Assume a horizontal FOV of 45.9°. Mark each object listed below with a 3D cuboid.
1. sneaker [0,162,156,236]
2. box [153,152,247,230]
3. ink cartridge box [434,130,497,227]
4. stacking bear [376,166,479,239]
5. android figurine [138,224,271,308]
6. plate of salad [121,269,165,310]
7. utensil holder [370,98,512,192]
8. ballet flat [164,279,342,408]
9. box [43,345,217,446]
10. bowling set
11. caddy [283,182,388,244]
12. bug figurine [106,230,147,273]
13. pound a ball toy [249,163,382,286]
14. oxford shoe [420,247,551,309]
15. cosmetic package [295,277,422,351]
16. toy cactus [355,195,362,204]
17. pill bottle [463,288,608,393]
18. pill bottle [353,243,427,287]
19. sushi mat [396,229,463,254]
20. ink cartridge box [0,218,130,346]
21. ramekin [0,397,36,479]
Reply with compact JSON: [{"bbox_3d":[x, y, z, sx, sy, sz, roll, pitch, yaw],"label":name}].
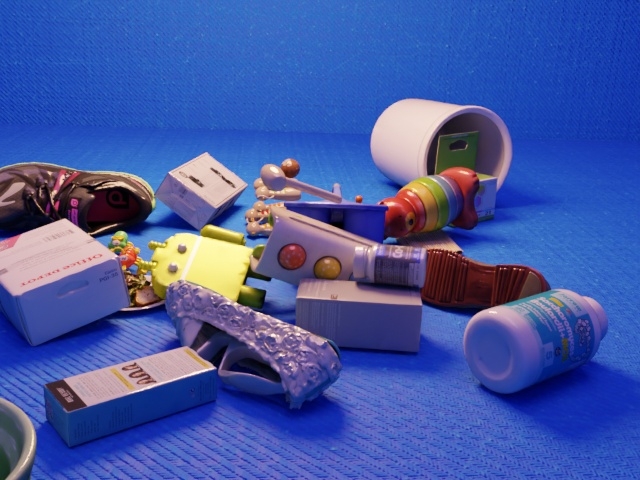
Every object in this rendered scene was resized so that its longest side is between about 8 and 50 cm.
[{"bbox_3d":[-0.670,-0.105,1.975,0.483,0.185,0.202,-5,16,-20],"label":"sneaker"},{"bbox_3d":[-0.337,-0.146,2.181,0.169,0.087,0.290,37,22,-2],"label":"box"},{"bbox_3d":[0.431,-0.184,2.240,0.189,0.255,0.097,-12,23,-37],"label":"ink cartridge box"},{"bbox_3d":[0.269,-0.087,2.041,0.289,0.175,0.164,-20,29,-32],"label":"stacking bear"},{"bbox_3d":[-0.240,0.063,1.587,0.273,0.056,0.248,15,42,1],"label":"android figurine"},{"bbox_3d":[-0.403,0.100,1.596,0.200,0.048,0.200,2,19,-1],"label":"plate of salad"},{"bbox_3d":[0.384,-0.296,2.490,0.328,0.327,0.385,-5,17,-21],"label":"utensil holder"},{"bbox_3d":[-0.152,0.173,1.292,0.409,0.146,0.147,15,22,37],"label":"ballet flat"},{"bbox_3d":[-0.289,0.236,1.172,0.244,0.060,0.100,-11,22,-36],"label":"box"},{"bbox_3d":[-0.137,-0.133,2.124,0.154,0.199,0.287,-1,14,-8],"label":"bowling set"},{"bbox_3d":[0.033,-0.045,1.783,0.241,0.179,0.341,3,1,-1],"label":"caddy"},{"bbox_3d":[-0.541,0.024,1.771,0.279,0.072,0.216,0,18,-7],"label":"bug figurine"},{"bbox_3d":[0.000,0.000,1.539,0.319,0.208,0.135,20,16,-19],"label":"pound a ball toy"},{"bbox_3d":[0.328,0.099,1.648,0.348,0.123,0.130,13,-6,32],"label":"oxford shoe"},{"bbox_3d":[0.074,0.141,1.448,0.238,0.107,0.127,0,14,2],"label":"cosmetic package"},{"bbox_3d":[0.036,-0.060,2.088,0.219,0.112,0.181,-22,19,-35],"label":"toy cactus"},{"bbox_3d":[0.390,0.168,1.333,0.264,0.146,0.146,-11,23,-35],"label":"pill bottle"},{"bbox_3d":[0.136,0.047,1.471,0.137,0.078,0.078,5,18,10],"label":"pill bottle"},{"bbox_3d":[0.277,-0.015,2.087,0.152,0.019,0.316,1,18,-8],"label":"sushi mat"},{"bbox_3d":[-0.535,0.074,1.494,0.207,0.117,0.283,-24,30,-31],"label":"ink cartridge box"},{"bbox_3d":[-0.463,0.298,0.817,0.304,0.148,0.303,3,18,-1],"label":"ramekin"}]
